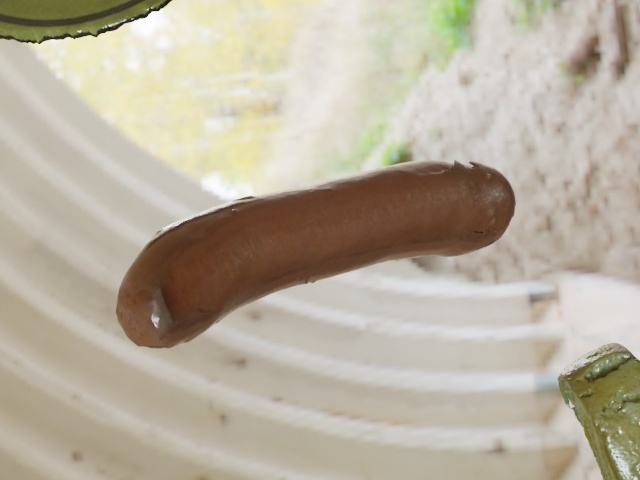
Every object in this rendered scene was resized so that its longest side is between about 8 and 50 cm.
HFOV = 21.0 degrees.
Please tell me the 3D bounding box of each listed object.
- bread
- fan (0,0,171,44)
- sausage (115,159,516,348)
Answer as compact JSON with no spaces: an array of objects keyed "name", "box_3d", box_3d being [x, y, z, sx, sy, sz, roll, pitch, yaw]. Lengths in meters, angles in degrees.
[{"name":"bread","box_3d":[0.225,0.150,1.236,0.117,0.064,0.156,-58,-56,-85]},{"name":"fan","box_3d":[-0.088,-0.222,0.823,0.229,0.335,0.011,40,171,29]},{"name":"sausage","box_3d":[0.000,0.000,0.632,0.186,0.043,0.043,-15,-79,-41]}]
